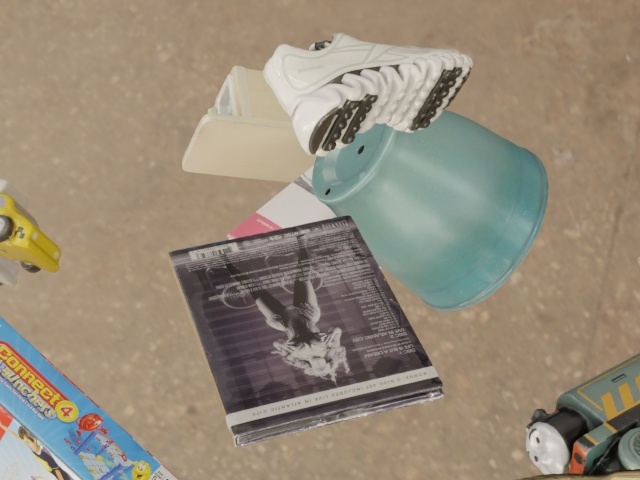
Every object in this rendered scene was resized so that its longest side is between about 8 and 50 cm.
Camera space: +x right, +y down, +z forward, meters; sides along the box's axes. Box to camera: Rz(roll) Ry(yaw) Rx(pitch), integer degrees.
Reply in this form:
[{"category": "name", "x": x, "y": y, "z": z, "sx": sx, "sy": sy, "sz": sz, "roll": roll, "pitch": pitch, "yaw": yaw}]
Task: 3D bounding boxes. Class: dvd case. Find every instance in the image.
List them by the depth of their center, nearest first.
[{"category": "dvd case", "x": -0.018, "y": 0.065, "z": 1.012, "sx": 0.165, "sy": 0.018, "sz": 0.221, "roll": -12, "pitch": 40, "yaw": -14}]

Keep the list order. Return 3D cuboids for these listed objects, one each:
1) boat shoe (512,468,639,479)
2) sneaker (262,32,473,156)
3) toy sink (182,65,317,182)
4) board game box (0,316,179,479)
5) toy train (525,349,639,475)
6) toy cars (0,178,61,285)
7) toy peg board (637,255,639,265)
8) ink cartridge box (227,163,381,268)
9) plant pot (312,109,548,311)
[{"category": "boat shoe", "x": 0.235, "y": 0.241, "z": 1.147, "sx": 0.178, "sy": 0.064, "sz": 0.060, "roll": -6, "pitch": 81, "yaw": 16}, {"category": "sneaker", "x": 0.059, "y": -0.180, "z": 1.376, "sx": 0.118, "sy": 0.292, "sz": 0.110, "roll": 48, "pitch": 127, "yaw": 22}, {"category": "toy sink", "x": -0.113, "y": -0.200, "z": 2.154, "sx": 0.234, "sy": 0.153, "sz": 0.131, "roll": 4, "pitch": 56, "yaw": -21}, {"category": "board game box", "x": -0.346, "y": 0.279, "z": 1.488, "sx": 0.302, "sy": 0.308, "sz": 0.086, "roll": 42, "pitch": 44, "yaw": 3}, {"category": "toy train", "x": 0.389, "y": 0.202, "z": 1.416, "sx": 0.334, "sy": 0.142, "sz": 0.190, "roll": -24, "pitch": 40, "yaw": -26}, {"category": "toy cars", "x": -0.452, "y": -0.017, "z": 1.679, "sx": 0.394, "sy": 0.176, "sz": 0.087, "roll": -13, "pitch": 49, "yaw": 61}, {"category": "toy peg board", "x": 0.424, "y": 0.044, "z": 1.240, "sx": 0.161, "sy": 0.079, "sz": 0.161, "roll": -36, "pitch": 38, "yaw": 16}, {"category": "ink cartridge box", "x": 0.000, "y": 0.000, "z": 2.064, "sx": 0.117, "sy": 0.207, "sz": 0.283, "roll": 33, "pitch": 61, "yaw": 33}, {"category": "plant pot", "x": 0.137, "y": -0.074, "z": 1.798, "sx": 0.272, "sy": 0.255, "sz": 0.271, "roll": -38, "pitch": 35, "yaw": 34}]
